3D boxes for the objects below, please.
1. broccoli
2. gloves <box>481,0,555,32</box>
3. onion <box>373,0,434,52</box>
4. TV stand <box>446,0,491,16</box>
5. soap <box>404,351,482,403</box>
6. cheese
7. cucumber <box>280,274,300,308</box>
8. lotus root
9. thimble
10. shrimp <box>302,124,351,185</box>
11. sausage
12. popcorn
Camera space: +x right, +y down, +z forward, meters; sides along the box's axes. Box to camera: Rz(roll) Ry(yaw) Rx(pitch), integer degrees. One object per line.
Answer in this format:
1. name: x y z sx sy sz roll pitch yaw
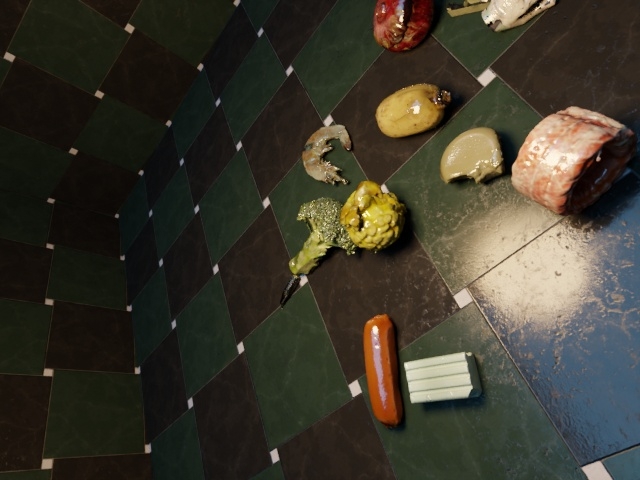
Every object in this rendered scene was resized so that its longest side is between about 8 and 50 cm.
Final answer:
1. broccoli: -0.015 -0.018 1.591 0.362 0.221 0.251 -29 85 43
2. gloves: 0.594 -0.714 1.201 0.212 0.111 0.127 -32 76 49
3. onion: 0.293 -0.819 1.493 0.246 0.191 0.245 5 95 58
4. TV stand: 0.532 -0.786 1.349 0.249 0.036 0.042 18 90 46
5. soap: 0.345 0.394 1.169 0.198 0.067 0.118 -25 63 39
6. cheese: 0.452 -0.243 1.233 0.203 0.091 0.175 -25 62 40
7. cucumber: -0.138 0.217 1.739 0.163 0.043 0.039 -57 8 15
8. lotus root: 0.316 -0.442 1.394 0.284 0.146 0.159 -6 93 51
9. thimble: 0.598 -0.186 0.972 0.239 0.239 0.162 -55 46 19
10. shrimp: 0.038 -0.355 1.706 0.247 0.085 0.360 -46 46 18
11. sausage: 0.195 0.410 1.299 0.097 0.094 0.347 -21 64 45
12. popcorn: 0.165 -0.078 1.364 0.206 0.252 0.236 -25 65 32
